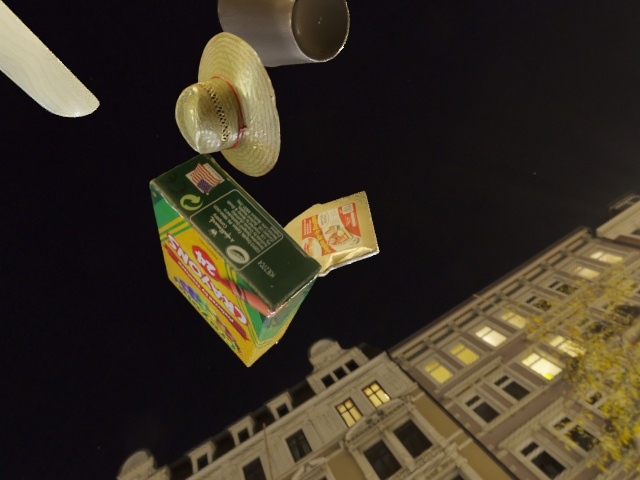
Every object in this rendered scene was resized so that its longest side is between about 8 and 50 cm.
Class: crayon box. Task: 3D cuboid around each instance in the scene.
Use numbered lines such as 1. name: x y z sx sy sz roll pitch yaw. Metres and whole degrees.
1. crayon box: -0.128 0.058 0.572 0.202 0.318 0.081 44 -120 11

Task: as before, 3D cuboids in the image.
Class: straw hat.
1. straw hat: -0.107 -0.122 0.403 0.061 0.145 0.144 -32 -65 -37

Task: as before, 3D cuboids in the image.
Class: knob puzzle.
1. knob puzzle: 0.000 0.000 0.721 0.213 0.213 0.029 -35 -52 -10

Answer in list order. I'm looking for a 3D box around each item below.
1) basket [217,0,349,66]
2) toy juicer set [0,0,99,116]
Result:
1. basket: -0.062 -0.421 0.794 0.204 0.227 0.154 25 -84 -44
2. toy juicer set: -0.305 -0.104 0.166 0.329 0.089 0.209 -31 -37 -25
